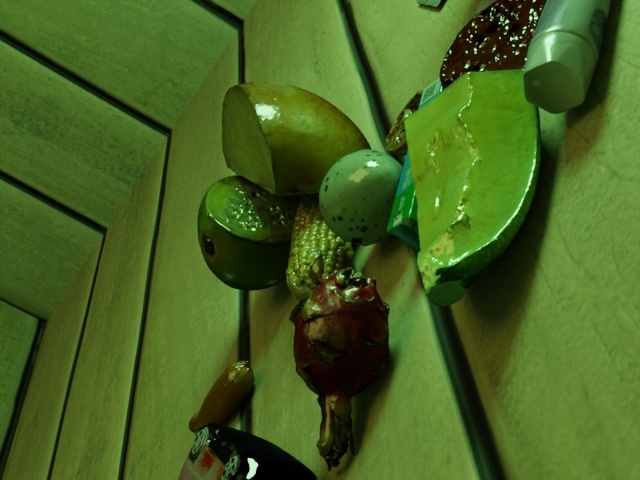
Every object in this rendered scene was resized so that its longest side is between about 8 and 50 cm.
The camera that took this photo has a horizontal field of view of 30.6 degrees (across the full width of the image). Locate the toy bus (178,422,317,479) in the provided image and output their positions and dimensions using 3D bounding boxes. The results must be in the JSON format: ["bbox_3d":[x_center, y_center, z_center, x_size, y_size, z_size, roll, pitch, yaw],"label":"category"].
[{"bbox_3d":[-0.097,0.324,1.456,0.147,0.127,0.303,-65,18,-7],"label":"toy bus"}]

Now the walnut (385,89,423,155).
[{"bbox_3d":[0.143,-0.163,1.699,0.121,0.052,0.091,-41,26,58],"label":"walnut"}]

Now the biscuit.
[{"bbox_3d":[0.238,-0.248,1.536,0.192,0.049,0.192,-30,43,32],"label":"biscuit"}]

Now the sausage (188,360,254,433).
[{"bbox_3d":[-0.157,0.255,1.859,0.183,0.054,0.062,-53,-14,28],"label":"sausage"}]

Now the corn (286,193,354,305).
[{"bbox_3d":[0.000,0.000,1.755,0.106,0.106,0.293,-51,20,26],"label":"corn"}]

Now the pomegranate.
[{"bbox_3d":[-0.114,-0.016,1.970,0.241,0.190,0.159,-82,5,-48],"label":"pomegranate"}]

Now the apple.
[{"bbox_3d":[-0.051,-0.155,1.859,0.179,0.254,0.346,-52,21,-3],"label":"apple"}]

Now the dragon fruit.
[{"bbox_3d":[0.023,0.157,1.433,0.125,0.125,0.246,84,-173,-69],"label":"dragon fruit"}]

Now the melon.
[{"bbox_3d":[0.166,-0.045,1.334,0.196,0.124,0.323,-45,28,42],"label":"melon"}]

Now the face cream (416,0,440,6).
[{"bbox_3d":[0.242,-0.555,2.019,0.314,0.089,0.143,-65,17,9],"label":"face cream"}]

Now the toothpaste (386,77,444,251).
[{"bbox_3d":[0.153,-0.106,1.563,0.050,0.065,0.266,-34,31,46],"label":"toothpaste"}]

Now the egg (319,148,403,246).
[{"bbox_3d":[0.064,-0.060,1.611,0.131,0.131,0.164,-64,3,-14],"label":"egg"}]

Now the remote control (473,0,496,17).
[{"bbox_3d":[0.253,-0.322,1.679,0.103,0.034,0.250,-27,38,60],"label":"remote control"}]

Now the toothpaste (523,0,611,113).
[{"bbox_3d":[0.314,-0.300,1.419,0.125,0.080,0.371,-41,21,46],"label":"toothpaste"}]
